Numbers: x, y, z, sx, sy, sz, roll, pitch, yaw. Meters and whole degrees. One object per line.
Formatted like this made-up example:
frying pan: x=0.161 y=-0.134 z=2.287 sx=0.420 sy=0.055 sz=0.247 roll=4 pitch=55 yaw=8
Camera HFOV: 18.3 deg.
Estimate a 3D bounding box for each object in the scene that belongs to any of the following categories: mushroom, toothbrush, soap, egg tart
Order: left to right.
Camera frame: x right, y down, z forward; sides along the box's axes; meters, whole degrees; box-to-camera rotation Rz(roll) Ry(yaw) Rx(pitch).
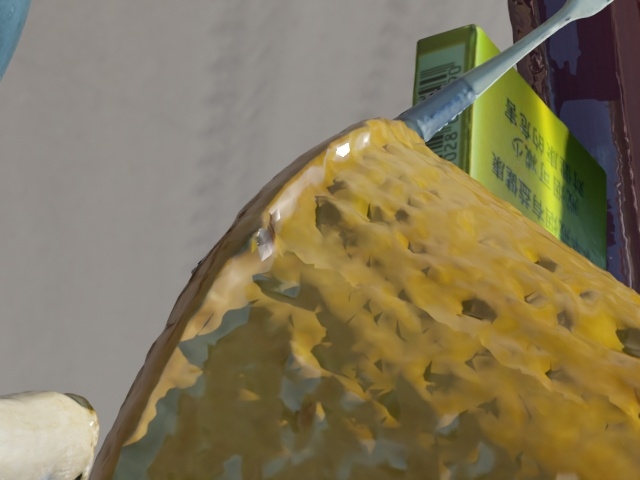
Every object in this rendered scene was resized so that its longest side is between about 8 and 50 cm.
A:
mushroom: x=-0.297 y=0.168 z=1.701 sx=0.122 sy=0.095 sz=0.351 roll=-64 pitch=158 yaw=-2
toothbrush: x=0.040 y=-0.048 z=0.790 sx=0.219 sy=0.016 sz=0.019 roll=-37 pitch=-174 yaw=-3
egg tart: x=0.035 y=0.081 z=0.509 sx=0.202 sy=0.147 sz=0.202 roll=-53 pitch=156 yaw=-35
soap: x=0.224 y=-0.148 z=1.269 sx=0.233 sy=0.128 sz=0.359 roll=-51 pitch=140 yaw=-40

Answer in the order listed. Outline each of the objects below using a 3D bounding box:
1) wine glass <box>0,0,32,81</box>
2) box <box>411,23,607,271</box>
wine glass: x=-0.298 y=-0.118 z=1.352 sx=0.190 sy=0.191 sz=0.357 roll=-15 pitch=119 yaw=-73
box: x=0.100 y=0.056 z=1.062 sx=0.173 sy=0.043 sz=0.311 roll=40 pitch=45 yaw=-45
